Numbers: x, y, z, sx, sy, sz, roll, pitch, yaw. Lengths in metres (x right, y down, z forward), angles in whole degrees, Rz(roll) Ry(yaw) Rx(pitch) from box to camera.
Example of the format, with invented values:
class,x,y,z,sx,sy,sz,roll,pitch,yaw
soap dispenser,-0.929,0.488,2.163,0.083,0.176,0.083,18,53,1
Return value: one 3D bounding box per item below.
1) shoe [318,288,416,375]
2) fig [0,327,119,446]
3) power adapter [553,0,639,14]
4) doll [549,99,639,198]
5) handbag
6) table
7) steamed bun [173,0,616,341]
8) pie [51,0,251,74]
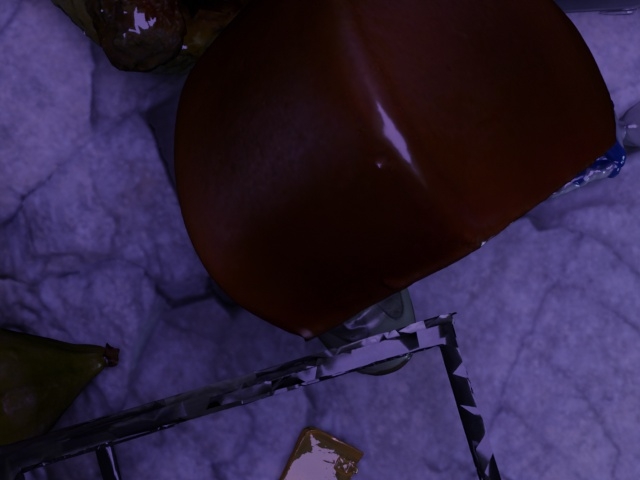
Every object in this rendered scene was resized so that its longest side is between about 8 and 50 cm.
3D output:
class,x,y,z,sx,sy,sz,roll,pitch,yaw
shoe,0.000,0.000,0.904,0.103,0.098,0.274,-36,89,-8
fig,-0.267,0.117,0.837,0.185,0.126,0.133,-26,72,-7
power adapter,0.253,-0.363,0.981,0.187,0.124,0.255,-4,82,-9
doll,0.250,-0.098,0.975,0.228,0.057,0.113,-7,76,0
handbag,-0.004,0.217,0.904,0.061,0.027,0.083,25,82,-4
table,-0.020,0.233,0.766,0.335,0.222,0.272,-17,84,4
steamed bun,0.053,-0.107,0.769,0.248,0.235,0.379,58,38,1
pie,-0.094,-0.357,0.906,0.418,0.180,0.395,-35,73,-15
